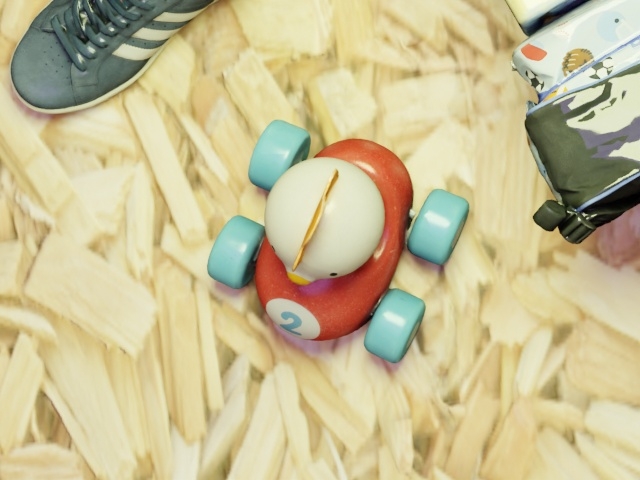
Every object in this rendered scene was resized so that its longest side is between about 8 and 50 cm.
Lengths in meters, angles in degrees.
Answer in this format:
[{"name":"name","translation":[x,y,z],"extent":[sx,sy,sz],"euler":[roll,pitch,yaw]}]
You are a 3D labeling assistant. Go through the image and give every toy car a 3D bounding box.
[{"name":"toy car","translation":[0.000,0.000,1.414],"extent":[0.219,0.238,0.210],"euler":[25,95,10]}]

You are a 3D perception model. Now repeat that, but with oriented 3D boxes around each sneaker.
[{"name":"sneaker","translation":[-0.188,-0.255,1.494],"extent":[0.350,0.148,0.131],"euler":[-37,84,10]}]

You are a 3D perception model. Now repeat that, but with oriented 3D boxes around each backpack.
[{"name":"backpack","translation":[0.295,-0.127,1.343],"extent":[0.276,0.263,0.213],"euler":[-23,81,7]}]

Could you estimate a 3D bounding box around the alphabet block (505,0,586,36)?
[{"name":"alphabet block","translation":[0.210,-0.311,1.294],"extent":[0.192,0.193,0.197],"euler":[-29,89,9]}]
